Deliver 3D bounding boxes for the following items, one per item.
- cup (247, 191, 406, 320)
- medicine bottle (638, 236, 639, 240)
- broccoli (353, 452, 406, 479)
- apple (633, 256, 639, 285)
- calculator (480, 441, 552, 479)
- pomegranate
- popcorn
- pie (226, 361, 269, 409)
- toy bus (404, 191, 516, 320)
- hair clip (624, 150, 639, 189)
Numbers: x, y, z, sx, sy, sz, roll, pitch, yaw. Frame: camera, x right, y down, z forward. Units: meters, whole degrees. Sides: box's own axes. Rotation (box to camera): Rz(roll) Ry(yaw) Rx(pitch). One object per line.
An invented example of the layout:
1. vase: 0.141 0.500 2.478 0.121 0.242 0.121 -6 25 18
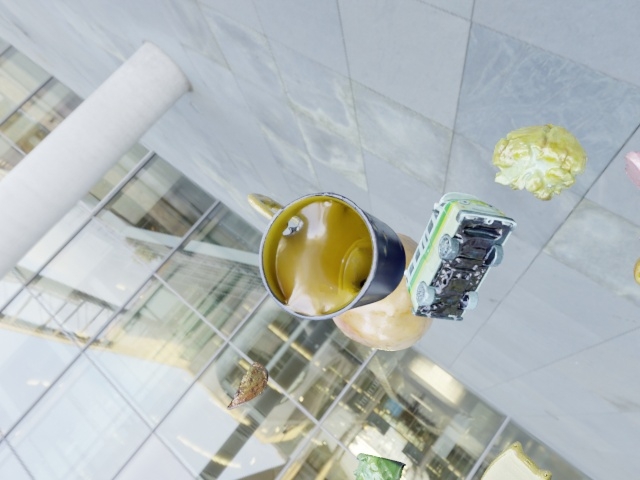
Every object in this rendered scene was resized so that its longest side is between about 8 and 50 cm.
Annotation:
1. cup: 0.020 -0.006 0.727 0.254 0.178 0.256 64 -163 13
2. medicine bottle: 1.310 -0.017 1.626 0.147 0.247 0.147 28 126 46
3. broccoli: 0.050 0.524 0.757 0.298 0.297 0.297 14 153 7
4. apple: 0.949 0.087 1.244 0.099 0.102 0.114 49 146 38
5. calculator: 0.559 0.727 1.288 0.033 0.236 0.157 18 -164 -42
6. pomegranate: 0.220 0.163 1.430 0.411 0.411 0.411 38 169 9
7. popcorn: 0.571 -0.213 1.146 0.221 0.204 0.183 23 122 39
8. pie: -0.201 0.422 1.294 0.088 0.191 0.033 -2 118 20
9. toy bus: 0.291 0.030 0.968 0.134 0.276 0.164 9 -148 -13
10. hair clip: 0.540 -0.072 0.692 0.102 0.138 0.123 2 180 33
